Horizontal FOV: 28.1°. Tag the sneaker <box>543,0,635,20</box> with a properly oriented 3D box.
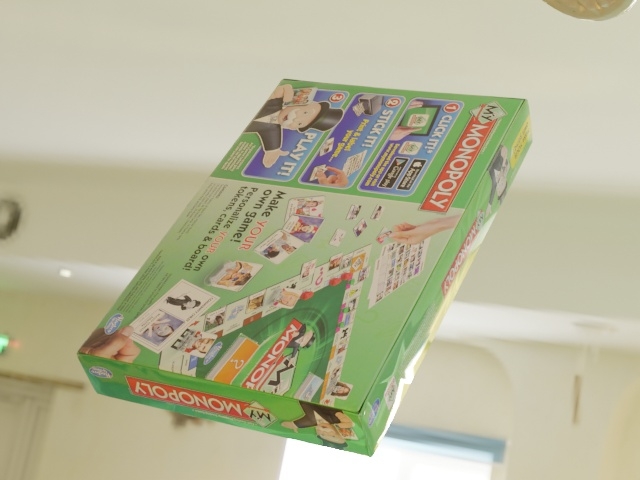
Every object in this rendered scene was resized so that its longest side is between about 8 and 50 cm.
[{"bbox_3d":[0.142,-0.295,0.629,0.135,0.150,0.366,25,-32,30],"label":"sneaker"}]

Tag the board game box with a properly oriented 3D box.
[{"bbox_3d":[0.000,0.000,0.911,0.214,0.317,0.046,9,-44,26],"label":"board game box"}]
